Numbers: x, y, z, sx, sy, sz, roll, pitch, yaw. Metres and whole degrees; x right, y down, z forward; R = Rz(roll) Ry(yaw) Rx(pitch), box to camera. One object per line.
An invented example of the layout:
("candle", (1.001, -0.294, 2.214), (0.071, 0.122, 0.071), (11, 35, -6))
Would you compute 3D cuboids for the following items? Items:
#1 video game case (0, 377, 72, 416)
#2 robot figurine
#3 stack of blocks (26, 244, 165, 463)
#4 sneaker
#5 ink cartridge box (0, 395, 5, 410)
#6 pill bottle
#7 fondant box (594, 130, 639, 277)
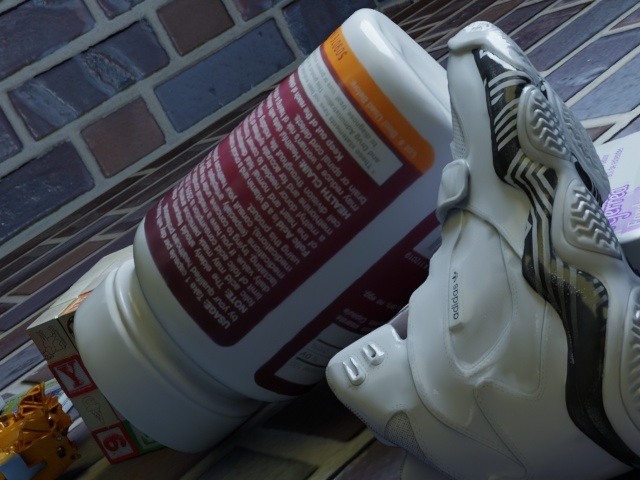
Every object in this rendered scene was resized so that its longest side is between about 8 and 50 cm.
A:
("video game case", (-0.408, 0.245, 1.475), (0.212, 0.023, 0.193), (-24, 16, 23))
("robot figurine", (-0.400, 0.271, 1.249), (0.291, 0.085, 0.211), (-31, 14, -10))
("stack of blocks", (-0.176, 0.085, 1.289), (0.087, 0.171, 0.297), (-21, 16, 27))
("sneaker", (0.103, 0.020, 0.803), (0.210, 0.137, 0.366), (-30, 53, 21))
("ink cartridge box", (-0.467, 0.172, 1.419), (0.086, 0.148, 0.203), (-32, 2, -9))
("pill bottle", (-0.025, 0.002, 1.053), (0.392, 0.224, 0.224), (-42, 11, 16))
("fondant box", (0.318, -0.029, 0.899), (0.330, 0.096, 0.238), (-21, 16, 31))
